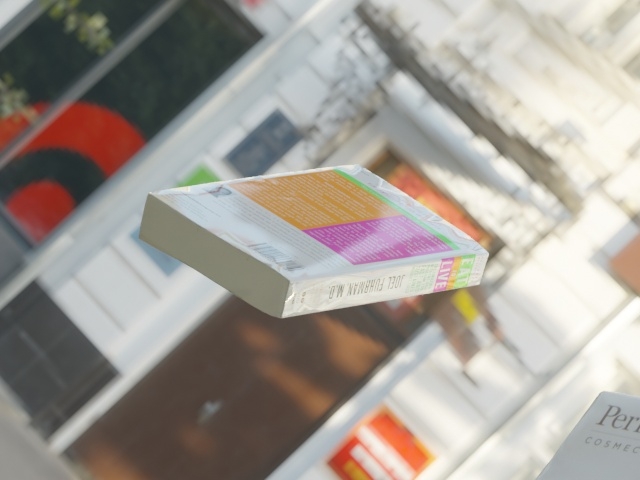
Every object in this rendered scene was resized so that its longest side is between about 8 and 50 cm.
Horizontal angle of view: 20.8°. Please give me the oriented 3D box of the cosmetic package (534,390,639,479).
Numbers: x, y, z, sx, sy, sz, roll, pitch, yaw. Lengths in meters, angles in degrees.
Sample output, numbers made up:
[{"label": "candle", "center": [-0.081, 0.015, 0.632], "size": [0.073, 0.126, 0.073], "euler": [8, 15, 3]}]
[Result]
[{"label": "cosmetic package", "center": [0.092, 0.162, 0.583], "size": [0.117, 0.231, 0.085], "euler": [5, -42, 51]}]

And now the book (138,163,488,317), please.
[{"label": "book", "center": [0.000, 0.000, 0.822], "size": [0.096, 0.035, 0.144], "euler": [30, 23, 37]}]
